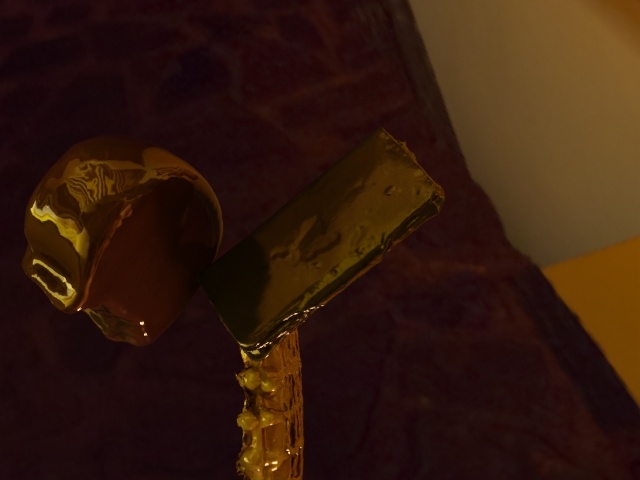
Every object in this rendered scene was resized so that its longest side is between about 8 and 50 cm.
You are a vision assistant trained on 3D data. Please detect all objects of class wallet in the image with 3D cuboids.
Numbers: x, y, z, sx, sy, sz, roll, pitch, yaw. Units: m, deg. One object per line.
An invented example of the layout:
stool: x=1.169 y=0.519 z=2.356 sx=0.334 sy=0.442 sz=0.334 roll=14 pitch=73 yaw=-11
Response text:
wallet: x=0.000 y=0.000 z=1.578 sx=0.377 sy=0.197 sz=0.051 roll=-41 pitch=-42 yaw=2

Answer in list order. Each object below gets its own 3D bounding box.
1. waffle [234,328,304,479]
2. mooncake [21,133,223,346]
waffle: x=-0.079 y=0.249 z=1.799 sx=0.095 sy=0.382 sz=0.379 roll=-3 pitch=-44 yaw=4
mooncake: x=-0.297 y=0.003 z=1.634 sx=0.326 sy=0.174 sz=0.333 roll=-19 pitch=-46 yaw=-57
